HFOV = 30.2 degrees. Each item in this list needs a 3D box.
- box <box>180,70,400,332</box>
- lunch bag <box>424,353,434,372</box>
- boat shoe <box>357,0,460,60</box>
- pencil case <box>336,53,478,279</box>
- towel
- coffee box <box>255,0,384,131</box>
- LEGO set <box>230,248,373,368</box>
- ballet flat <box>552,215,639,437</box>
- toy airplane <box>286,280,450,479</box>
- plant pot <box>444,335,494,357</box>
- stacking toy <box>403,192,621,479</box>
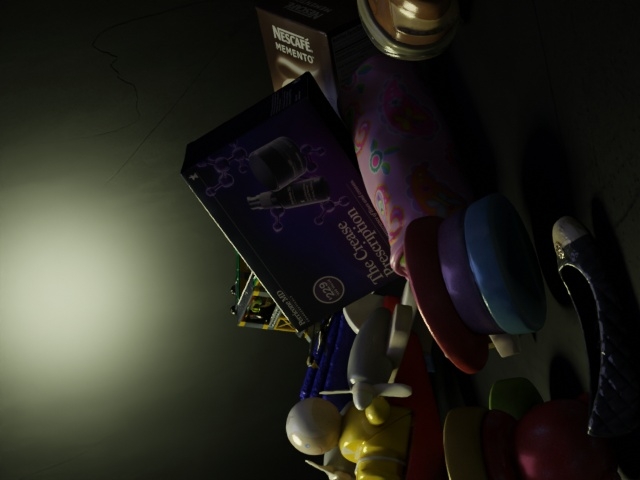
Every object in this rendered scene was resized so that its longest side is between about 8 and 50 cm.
[{"bbox_3d":[-0.022,-0.044,1.459,0.261,0.184,0.103,54,-163,-22],"label":"box"},{"bbox_3d":[0.157,0.189,2.073,0.067,0.065,0.098,-110,7,-61],"label":"lunch bag"},{"bbox_3d":[0.064,-0.343,1.188,0.120,0.122,0.324,104,145,-71],"label":"boat shoe"},{"bbox_3d":[0.103,-0.084,1.367,0.124,0.124,0.284,81,173,-52],"label":"pencil case"},{"bbox_3d":[0.070,0.233,2.099,0.308,0.076,0.228,41,-123,-56],"label":"towel"},{"bbox_3d":[0.023,-0.215,1.743,0.168,0.119,0.297,30,142,45],"label":"coffee box"},{"bbox_3d":[0.000,0.000,1.708,0.331,0.192,0.255,113,159,-43],"label":"LEGO set"},{"bbox_3d":[0.205,0.063,0.899,0.057,0.049,0.173,93,163,-75],"label":"ballet flat"},{"bbox_3d":[0.078,0.243,1.796,0.384,0.272,0.386,-131,35,-72],"label":"toy airplane"},{"bbox_3d":[0.173,0.089,1.340,0.083,0.081,0.082,51,-156,-74],"label":"plant pot"},{"bbox_3d":[0.203,0.114,1.108,0.279,0.130,0.309,23,-128,-61],"label":"stacking toy"}]
